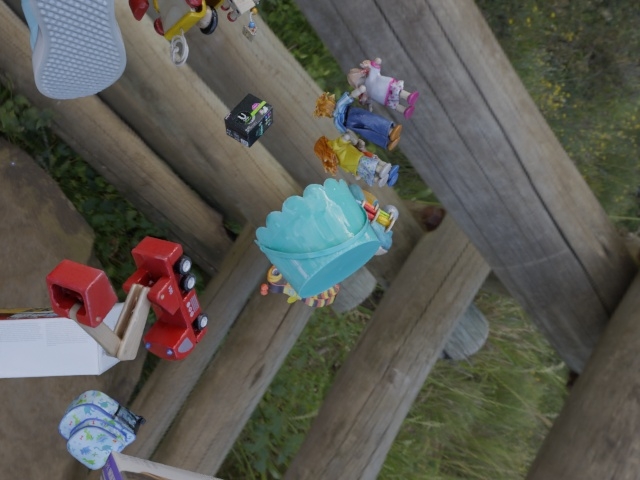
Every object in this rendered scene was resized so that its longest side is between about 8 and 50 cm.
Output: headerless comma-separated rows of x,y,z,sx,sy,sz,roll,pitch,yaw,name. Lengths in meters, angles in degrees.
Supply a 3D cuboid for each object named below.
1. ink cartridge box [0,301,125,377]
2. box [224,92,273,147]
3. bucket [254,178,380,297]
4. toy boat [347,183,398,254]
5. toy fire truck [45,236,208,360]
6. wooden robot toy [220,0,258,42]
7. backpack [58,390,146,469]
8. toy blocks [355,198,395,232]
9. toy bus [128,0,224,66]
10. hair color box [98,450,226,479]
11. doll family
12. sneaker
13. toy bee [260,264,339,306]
-0.601,0.215,1.378,0.310,0.272,0.129,-3,92,1,ink cartridge box
-0.142,-0.241,1.222,0.062,0.052,0.083,31,66,13,box
0.000,0.000,1.499,0.281,0.281,0.183,-29,72,-21,bucket
0.175,-0.079,2.063,0.148,0.318,0.267,-32,80,12,toy boat
-0.180,0.071,0.607,0.135,0.047,0.192,-57,151,-42,toy fire truck
-0.160,-0.500,1.245,0.079,0.076,0.173,-42,113,-22,wooden robot toy
-0.377,0.317,1.027,0.105,0.084,0.114,-40,106,15,backpack
0.137,-0.088,1.756,0.148,0.123,0.054,30,104,-6,toy blocks
-0.198,-0.387,0.944,0.104,0.191,0.202,-6,124,-47,toy bus
-0.042,0.310,0.567,0.339,0.185,0.110,23,79,-23,hair color box
0.063,-0.197,1.119,0.118,0.163,0.262,-44,155,-40,doll family
-0.352,-0.332,0.857,0.135,0.366,0.150,-12,79,-25,sneaker
-0.101,0.132,1.897,0.162,0.298,0.195,-47,142,-31,toy bee
